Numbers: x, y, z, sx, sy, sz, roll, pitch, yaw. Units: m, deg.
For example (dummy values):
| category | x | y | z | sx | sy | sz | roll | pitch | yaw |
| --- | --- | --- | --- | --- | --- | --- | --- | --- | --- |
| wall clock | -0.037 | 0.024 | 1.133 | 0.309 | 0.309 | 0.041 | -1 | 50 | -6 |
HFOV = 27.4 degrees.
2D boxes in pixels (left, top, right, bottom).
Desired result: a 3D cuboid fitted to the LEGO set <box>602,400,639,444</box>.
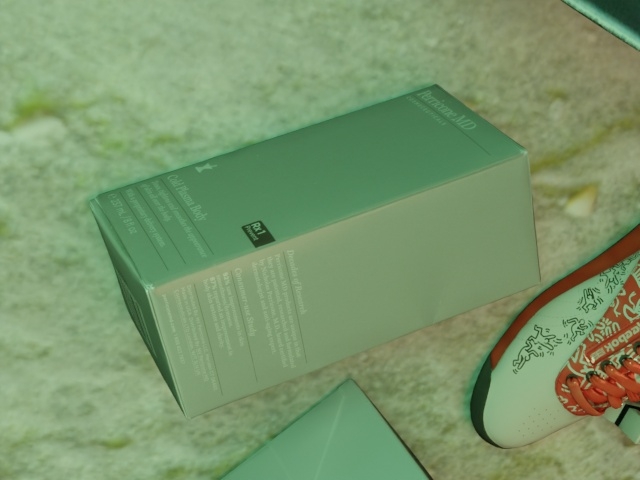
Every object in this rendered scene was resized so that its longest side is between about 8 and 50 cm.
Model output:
| category | x | y | z | sx | sy | sz | roll | pitch | yaw |
| --- | --- | --- | --- | --- | --- | --- | --- | --- | --- |
| LEGO set | 0.339 | 0.142 | 1.041 | 0.227 | 0.093 | 0.087 | 16 | 108 | -30 |

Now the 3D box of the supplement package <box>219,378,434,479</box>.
| category | x | y | z | sx | sy | sz | roll | pitch | yaw |
| --- | --- | --- | --- | --- | --- | --- | --- | --- | --- |
| supplement package | 0.025 | 0.260 | 0.854 | 0.204 | 0.262 | 0.145 | -37 | 124 | -2 |

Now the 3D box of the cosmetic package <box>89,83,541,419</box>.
| category | x | y | z | sx | sy | sz | roll | pitch | yaw |
| --- | --- | --- | --- | --- | --- | --- | --- | --- | --- |
| cosmetic package | 0.000 | 0.000 | 0.789 | 0.238 | 0.127 | 0.107 | -23 | 123 | -14 |

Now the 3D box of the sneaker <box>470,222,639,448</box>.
| category | x | y | z | sx | sy | sz | roll | pitch | yaw |
| --- | --- | --- | --- | --- | --- | --- | --- | --- | --- |
| sneaker | 0.235 | 0.075 | 0.925 | 0.270 | 0.145 | 0.090 | -42 | 125 | 1 |

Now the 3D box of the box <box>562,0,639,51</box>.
| category | x | y | z | sx | sy | sz | roll | pitch | yaw |
| --- | --- | --- | --- | --- | --- | --- | --- | --- | --- |
| box | 0.228 | -0.296 | 0.581 | 0.293 | 0.212 | 0.395 | -14 | 139 | -54 |
